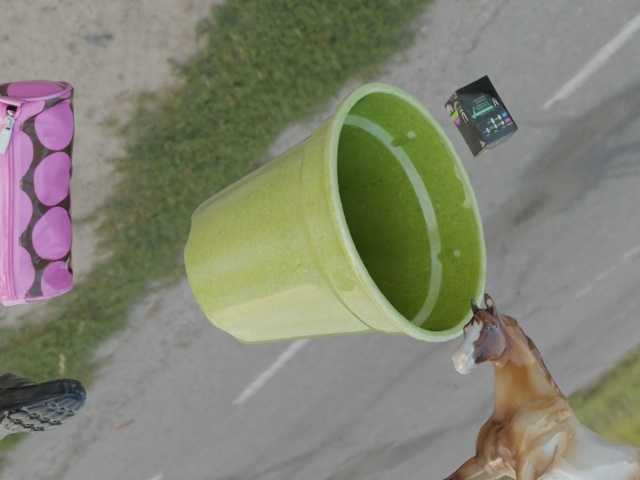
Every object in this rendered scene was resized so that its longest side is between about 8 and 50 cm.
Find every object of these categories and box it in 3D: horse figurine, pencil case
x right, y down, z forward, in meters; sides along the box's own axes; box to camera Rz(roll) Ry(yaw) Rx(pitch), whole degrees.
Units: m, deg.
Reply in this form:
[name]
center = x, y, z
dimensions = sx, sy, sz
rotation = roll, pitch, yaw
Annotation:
[horse figurine]
center = 0.176, 0.176, 0.728
dimensions = 0.174, 0.263, 0.066
rotation = -58, 179, -34
[pencil case]
center = -0.270, -0.041, 0.990
dimensions = 0.095, 0.098, 0.209
rotation = -1, 108, -8

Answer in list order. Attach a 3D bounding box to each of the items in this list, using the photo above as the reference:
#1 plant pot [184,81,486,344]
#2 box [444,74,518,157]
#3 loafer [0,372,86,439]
[plant pot]
center = 0.000, 0.000, 1.182
dimensions = 0.254, 0.276, 0.276
rotation = -18, 169, 35
[box]
center = 0.209, -0.160, 1.413
dimensions = 0.052, 0.083, 0.062
rotation = -28, 174, -12
[loafer]
center = -0.376, 0.197, 1.330
dimensions = 0.223, 0.078, 0.076
rotation = -19, 147, 30
